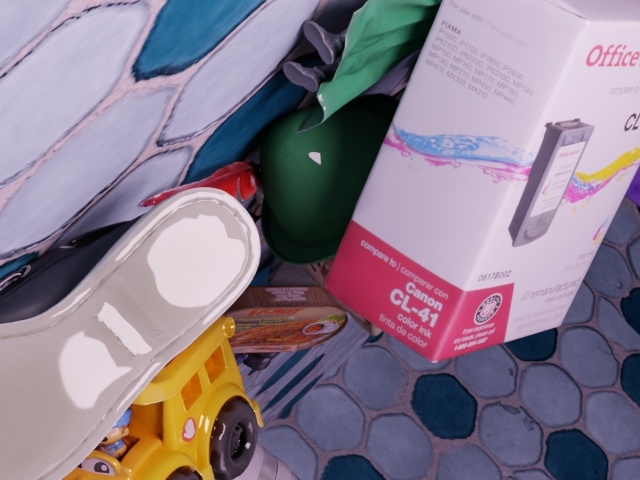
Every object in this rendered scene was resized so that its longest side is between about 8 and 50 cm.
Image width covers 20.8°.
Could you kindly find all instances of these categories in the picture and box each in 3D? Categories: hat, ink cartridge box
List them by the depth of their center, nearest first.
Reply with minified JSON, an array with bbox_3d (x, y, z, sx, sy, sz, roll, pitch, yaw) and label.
[{"bbox_3d":[0.159,-0.071,1.421,0.226,0.131,0.306,-9,129,-53],"label":"ink cartridge box"},{"bbox_3d":[-0.038,-0.092,1.464,0.173,0.183,0.208,-39,-144,17],"label":"hat"}]

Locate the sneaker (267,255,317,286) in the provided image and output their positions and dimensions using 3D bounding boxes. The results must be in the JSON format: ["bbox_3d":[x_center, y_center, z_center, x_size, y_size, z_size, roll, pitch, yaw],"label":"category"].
[{"bbox_3d":[0.000,0.000,1.989,0.237,0.085,0.086,-57,-170,50],"label":"sneaker"}]

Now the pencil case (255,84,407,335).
[{"bbox_3d":[0.138,-0.108,1.641,0.410,0.183,0.160,-42,176,-4],"label":"pencil case"}]

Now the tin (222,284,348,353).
[{"bbox_3d":[-0.058,0.088,1.973,0.190,0.040,0.106,1,152,-32],"label":"tin"}]

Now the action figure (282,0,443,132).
[{"bbox_3d":[0.071,-0.182,1.380,0.232,0.063,0.137,-32,165,-38],"label":"action figure"}]

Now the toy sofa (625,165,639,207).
[{"bbox_3d":[0.370,-0.135,2.059,0.177,0.362,0.150,-51,171,17],"label":"toy sofa"}]

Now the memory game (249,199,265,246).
[{"bbox_3d":[-0.057,-0.023,1.776,0.186,0.012,0.186,-43,172,-7],"label":"memory game"}]

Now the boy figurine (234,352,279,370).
[{"bbox_3d":[-0.173,0.189,2.042,0.285,0.092,0.177,-43,176,-31],"label":"boy figurine"}]

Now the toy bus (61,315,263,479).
[{"bbox_3d":[-0.163,0.141,1.558,0.220,0.149,0.211,-49,141,-47],"label":"toy bus"}]

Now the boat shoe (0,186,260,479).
[{"bbox_3d":[-0.198,0.081,1.241,0.340,0.127,0.113,-44,-164,-17],"label":"boat shoe"}]

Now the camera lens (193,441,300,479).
[{"bbox_3d":[-0.155,0.276,1.803,0.219,0.274,0.219,-46,-168,13],"label":"camera lens"}]
